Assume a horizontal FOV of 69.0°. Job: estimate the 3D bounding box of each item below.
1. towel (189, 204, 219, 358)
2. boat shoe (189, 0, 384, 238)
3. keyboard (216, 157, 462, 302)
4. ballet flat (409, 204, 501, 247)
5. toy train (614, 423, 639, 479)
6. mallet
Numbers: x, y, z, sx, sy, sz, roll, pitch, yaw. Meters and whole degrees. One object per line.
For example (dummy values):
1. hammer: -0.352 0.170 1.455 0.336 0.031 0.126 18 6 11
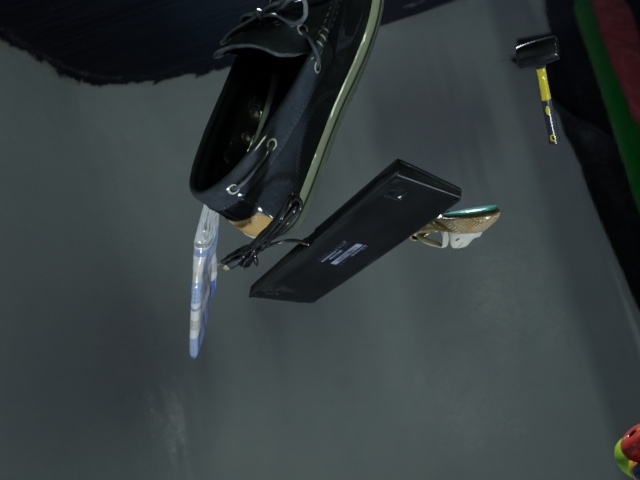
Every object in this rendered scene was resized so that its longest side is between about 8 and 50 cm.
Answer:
1. towel: -0.227 0.062 0.922 0.209 0.034 0.285 -96 -165 -55
2. boat shoe: -0.047 -0.251 0.635 0.156 0.186 0.500 20 87 -46
3. keyboard: 0.000 0.000 0.588 0.201 0.317 0.033 12 53 -36
4. ballet flat: 0.213 -0.021 0.762 0.206 0.073 0.067 -174 -105 -66
5. toy train: 0.345 0.237 0.479 0.105 0.248 0.143 44 -3 21
6. mallet: 0.363 -0.240 0.772 0.039 0.062 0.190 -61 141 -37
